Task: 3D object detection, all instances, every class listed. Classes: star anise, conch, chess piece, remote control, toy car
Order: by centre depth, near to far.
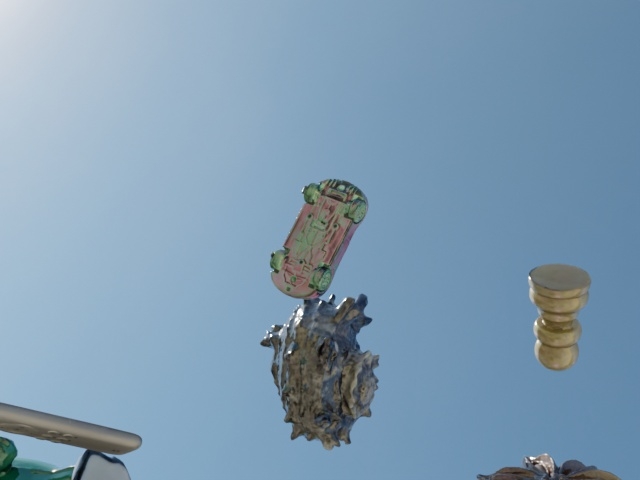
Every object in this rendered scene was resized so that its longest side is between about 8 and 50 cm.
[{"bbox_3d":[0.000,0.000,0.920,0.069,0.055,0.142,22,-101,27],"label":"toy car"},{"bbox_3d":[-0.339,0.221,1.003,0.261,0.029,0.067,23,-33,-32],"label":"remote control"},{"bbox_3d":[0.304,0.323,1.075,0.212,0.197,0.073,2,-82,41],"label":"star anise"},{"bbox_3d":[0.377,0.129,1.354,0.094,0.094,0.171,9,-60,24],"label":"chess piece"},{"bbox_3d":[0.022,0.210,1.428,0.186,0.313,0.241,-27,-54,20],"label":"conch"}]

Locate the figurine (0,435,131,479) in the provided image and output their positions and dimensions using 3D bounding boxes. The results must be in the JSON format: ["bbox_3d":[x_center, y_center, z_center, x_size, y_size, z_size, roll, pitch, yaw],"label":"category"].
[{"bbox_3d":[-0.456,0.440,1.252,0.340,0.231,0.324,-18,-77,13],"label":"figurine"}]
